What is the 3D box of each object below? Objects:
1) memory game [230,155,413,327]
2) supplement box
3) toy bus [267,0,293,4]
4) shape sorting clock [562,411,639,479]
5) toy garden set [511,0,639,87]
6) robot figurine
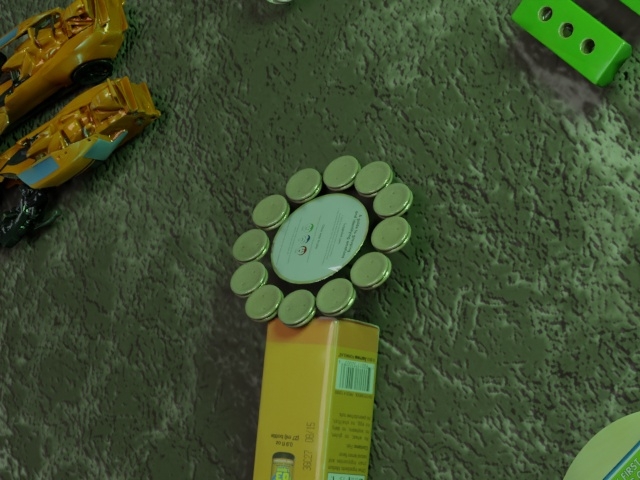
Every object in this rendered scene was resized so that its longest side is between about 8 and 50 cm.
[{"bbox_3d":[0.000,0.000,1.750,0.186,0.012,0.186,-19,45,21],"label":"memory game"},{"bbox_3d":[-0.007,0.184,1.730,0.078,0.080,0.233,1,81,35],"label":"supplement box"},{"bbox_3d":[0.001,-0.346,1.803,0.202,0.191,0.104,-20,28,29],"label":"toy bus"},{"bbox_3d":[0.271,0.235,1.553,0.206,0.040,0.206,-6,81,36],"label":"shape sorting clock"},{"bbox_3d":[0.303,-0.225,1.614,0.204,0.049,0.244,44,105,34],"label":"toy garden set"},{"bbox_3d":[-0.300,-0.121,1.979,0.291,0.085,0.211,-31,65,26],"label":"robot figurine"}]
